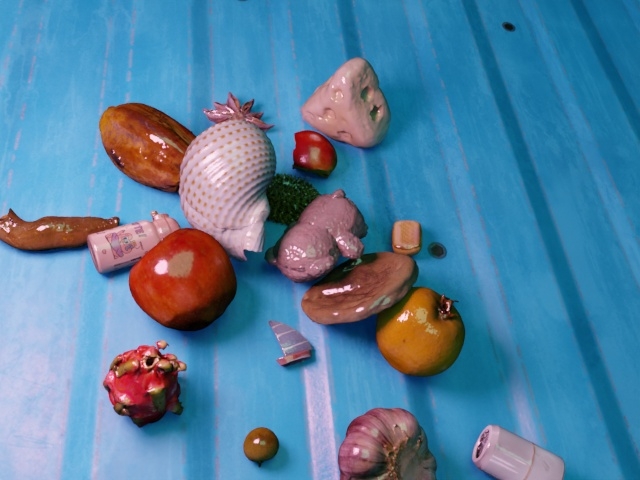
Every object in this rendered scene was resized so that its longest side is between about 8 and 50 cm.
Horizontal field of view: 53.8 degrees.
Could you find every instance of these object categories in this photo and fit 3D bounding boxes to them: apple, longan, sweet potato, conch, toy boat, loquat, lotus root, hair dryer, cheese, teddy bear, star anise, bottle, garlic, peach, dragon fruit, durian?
[{"bbox_3d":[-0.302,0.092,1.400,0.230,0.230,0.230,7,56,-10],"label":"apple"},{"bbox_3d":[-0.123,0.431,1.309,0.075,0.075,0.083,-3,99,-16],"label":"longan"},{"bbox_3d":[-0.616,-0.031,1.471,0.286,0.085,0.112,-6,55,-18],"label":"sweet potato"},{"bbox_3d":[-0.229,-0.116,1.483,0.215,0.303,0.319,12,62,-16],"label":"conch"},{"bbox_3d":[-0.075,0.228,1.469,0.096,0.034,0.122,-11,59,-27],"label":"toy boat"},{"bbox_3d":[0.230,0.209,1.454,0.208,0.208,0.208,7,56,-10],"label":"loquat"},{"bbox_3d":[-0.439,-0.238,1.611,0.291,0.193,0.193,34,56,6],"label":"lotus root"},{"bbox_3d":[0.377,0.582,1.321,0.173,0.107,0.357,25,61,6],"label":"hair dryer"},{"bbox_3d":[0.102,-0.384,1.814,0.248,0.251,0.173,37,56,-7],"label":"cheese"},{"bbox_3d":[0.000,-0.001,1.555,0.236,0.151,0.267,10,51,31],"label":"teddy bear"},{"bbox_3d":[-0.233,-0.331,1.781,0.182,0.065,0.195,41,53,8],"label":"star anise"},{"bbox_3d":[-0.434,-0.002,1.487,0.209,0.097,0.110,-19,89,-26],"label":"bottle"},{"bbox_3d":[0.126,0.461,1.296,0.245,0.161,0.244,12,72,-40],"label":"garlic"},{"bbox_3d":[-0.017,-0.242,1.753,0.151,0.151,0.118,15,99,-4],"label":"peach"},{"bbox_3d":[-0.347,0.288,1.276,0.167,0.172,0.160,22,55,0],"label":"dragon fruit"},{"bbox_3d":[-0.102,-0.121,1.656,0.221,0.095,0.137,15,55,0],"label":"durian"}]

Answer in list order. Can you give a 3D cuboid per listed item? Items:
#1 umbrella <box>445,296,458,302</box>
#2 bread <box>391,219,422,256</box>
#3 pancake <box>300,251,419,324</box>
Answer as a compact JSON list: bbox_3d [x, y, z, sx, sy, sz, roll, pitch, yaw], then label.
[{"bbox_3d":[0.297,0.143,1.630,0.122,0.022,0.013,15,80,9],"label":"umbrella"},{"bbox_3d":[0.232,-0.001,1.682,0.082,0.056,0.115,-3,44,5],"label":"bread"},{"bbox_3d":[0.097,0.105,1.485,0.294,0.294,0.049,-33,113,-30],"label":"pancake"}]
